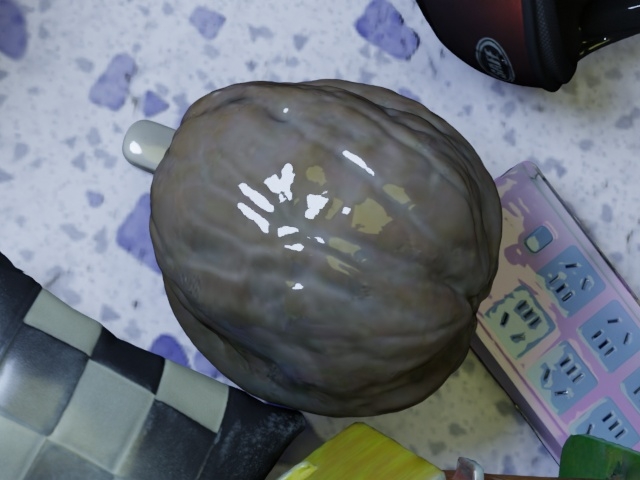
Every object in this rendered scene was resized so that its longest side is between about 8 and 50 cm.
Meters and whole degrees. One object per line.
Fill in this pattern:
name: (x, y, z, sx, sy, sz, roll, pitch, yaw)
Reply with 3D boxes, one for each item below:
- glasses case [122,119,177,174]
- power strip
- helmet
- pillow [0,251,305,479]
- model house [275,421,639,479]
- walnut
glasses case: (-0.090, -0.053, 1.168, 0.083, 0.021, 0.032, 21, 76, -8)
power strip: (0.174, 0.078, 1.192, 0.109, 0.037, 0.279, -37, 89, -15)
helmet: (0.148, -0.205, 1.156, 0.193, 0.189, 0.216, 12, 72, 20)
pillow: (-0.151, 0.132, 1.078, 0.249, 0.106, 0.186, 31, 79, -10)
model house: (0.057, 0.280, 0.981, 0.323, 0.300, 0.340, 5, 92, -17)
walnut: (0.000, 0.000, 1.079, 0.224, 0.224, 0.224, 2, 80, -12)
